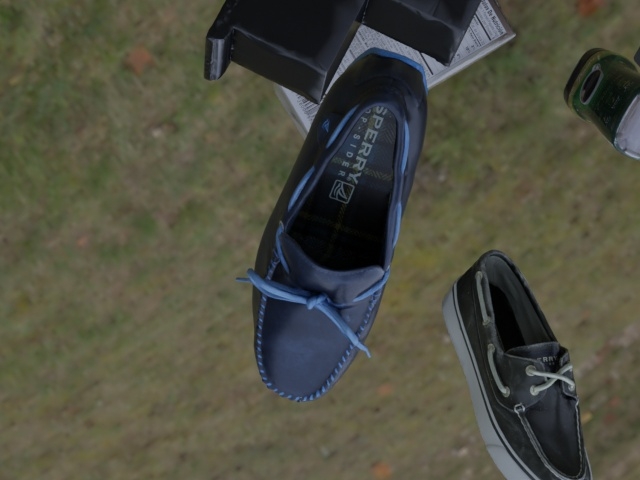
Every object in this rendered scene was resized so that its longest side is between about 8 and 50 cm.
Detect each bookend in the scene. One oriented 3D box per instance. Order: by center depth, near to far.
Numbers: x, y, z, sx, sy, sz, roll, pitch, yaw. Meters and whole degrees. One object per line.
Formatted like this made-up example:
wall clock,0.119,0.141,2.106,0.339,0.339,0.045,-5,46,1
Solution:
bookend,0.029,-0.148,0.968,0.072,0.157,0.156,109,7,-74

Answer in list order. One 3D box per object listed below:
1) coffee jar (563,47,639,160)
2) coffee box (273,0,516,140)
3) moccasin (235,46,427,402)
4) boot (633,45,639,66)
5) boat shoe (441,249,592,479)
coffee jar,0.370,-0.173,1.864,0.079,0.184,0.096,21,107,-22
coffee box,0.093,-0.237,1.990,0.297,0.119,0.168,-31,-179,-2
moccasin,0.000,0.000,1.308,0.117,0.137,0.342,-74,176,-64
boot,0.463,-0.132,1.072,0.146,0.445,0.367,23,119,-39
boat shoe,0.161,0.109,1.189,0.078,0.219,0.070,-5,147,-32
